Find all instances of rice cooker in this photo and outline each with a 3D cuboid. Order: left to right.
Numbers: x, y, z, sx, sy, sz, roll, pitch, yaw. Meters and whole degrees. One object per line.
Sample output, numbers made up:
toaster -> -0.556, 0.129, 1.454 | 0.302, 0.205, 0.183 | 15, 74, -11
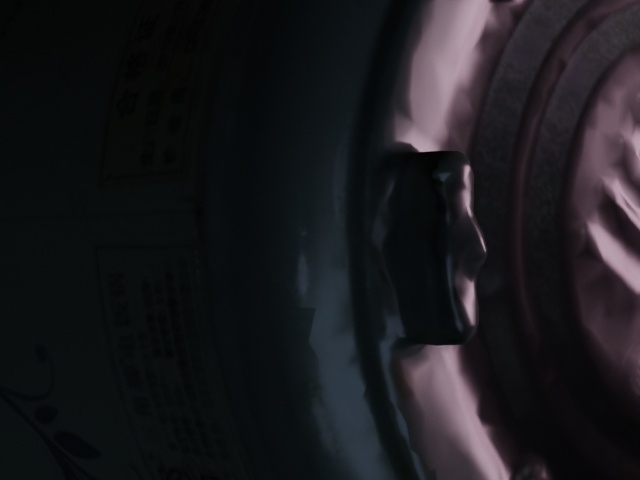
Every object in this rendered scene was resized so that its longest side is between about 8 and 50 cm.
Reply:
rice cooker -> 0.000, 0.000, 0.486 | 0.264, 0.316, 0.316 | -7, 121, -42
